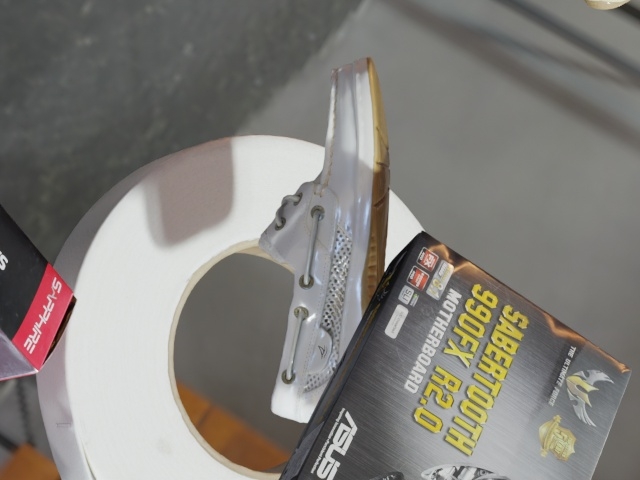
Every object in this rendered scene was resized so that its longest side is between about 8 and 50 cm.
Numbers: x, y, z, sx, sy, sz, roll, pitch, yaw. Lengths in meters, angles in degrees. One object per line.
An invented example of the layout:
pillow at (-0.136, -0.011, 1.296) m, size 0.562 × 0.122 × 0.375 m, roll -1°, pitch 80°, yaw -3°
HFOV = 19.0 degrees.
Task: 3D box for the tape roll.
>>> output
tape roll at (-0.054, 0.104, 1.641) m, size 0.392 × 0.392 × 0.072 m, roll -50°, pitch -161°, yaw -25°

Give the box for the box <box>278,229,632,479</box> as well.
box at (0.090, 0.132, 1.277) m, size 0.056 × 0.183 × 0.231 m, roll -49°, pitch -171°, yaw 53°

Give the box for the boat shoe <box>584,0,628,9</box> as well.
boat shoe at (0.451, -0.441, 2.439) m, size 0.341 × 0.121 × 0.110 m, roll -43°, pitch 122°, yaw -7°

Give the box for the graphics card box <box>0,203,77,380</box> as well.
graphics card box at (-0.375, -0.032, 1.381) m, size 0.371 × 0.232 × 0.094 m, roll 57°, pitch 36°, yaw -33°

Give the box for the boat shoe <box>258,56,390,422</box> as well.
boat shoe at (0.000, 0.000, 1.422) m, size 0.098 × 0.096 × 0.277 m, roll 22°, pitch 71°, yaw -80°
